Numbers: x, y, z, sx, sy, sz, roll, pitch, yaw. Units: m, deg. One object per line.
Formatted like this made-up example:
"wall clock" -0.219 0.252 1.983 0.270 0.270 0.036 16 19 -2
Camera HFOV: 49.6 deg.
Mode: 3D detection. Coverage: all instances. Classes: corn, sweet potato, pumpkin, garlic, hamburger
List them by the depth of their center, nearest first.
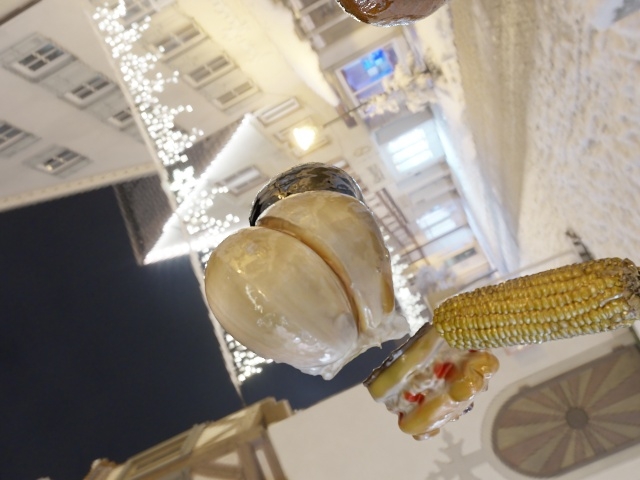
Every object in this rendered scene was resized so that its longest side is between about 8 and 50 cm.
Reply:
"sweet potato" 0.089 -0.328 0.882 0.359 0.112 0.112 -16 -102 -52
"corn" 0.317 0.097 1.001 0.115 0.318 0.115 39 -138 -47
"garlic" -0.030 0.050 1.061 0.313 0.286 0.249 49 169 29
"pumpkin" 0.000 0.000 1.393 0.323 0.241 0.323 62 -174 -12
"hamburger" 0.243 0.268 1.403 0.186 0.261 0.302 46 143 15
